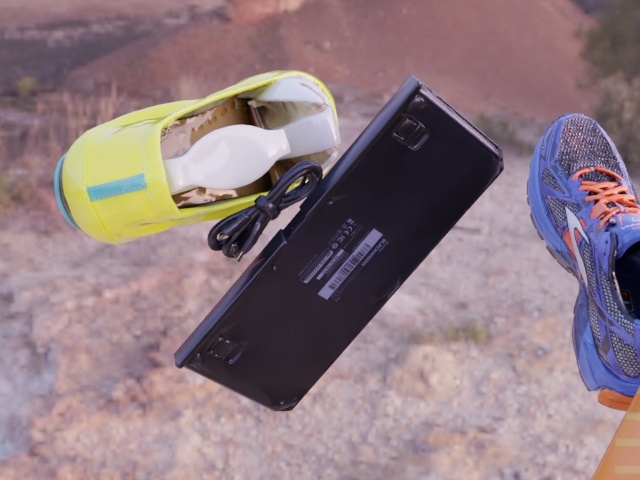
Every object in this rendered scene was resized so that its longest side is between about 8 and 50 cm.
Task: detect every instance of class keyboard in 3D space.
[{"bbox_3d":[0.000,0.000,0.587,0.108,0.180,0.023,33,11,-39],"label":"keyboard"}]

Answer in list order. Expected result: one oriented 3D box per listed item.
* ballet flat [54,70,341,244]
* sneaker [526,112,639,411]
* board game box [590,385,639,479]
[{"bbox_3d":[-0.036,-0.048,0.634,0.077,0.077,0.231,-13,7,37],"label":"ballet flat"},{"bbox_3d":[0.207,0.001,0.828,0.083,0.087,0.221,-5,61,-17],"label":"sneaker"},{"bbox_3d":[0.380,0.101,0.465,0.356,0.356,0.356,16,13,-41],"label":"board game box"}]
